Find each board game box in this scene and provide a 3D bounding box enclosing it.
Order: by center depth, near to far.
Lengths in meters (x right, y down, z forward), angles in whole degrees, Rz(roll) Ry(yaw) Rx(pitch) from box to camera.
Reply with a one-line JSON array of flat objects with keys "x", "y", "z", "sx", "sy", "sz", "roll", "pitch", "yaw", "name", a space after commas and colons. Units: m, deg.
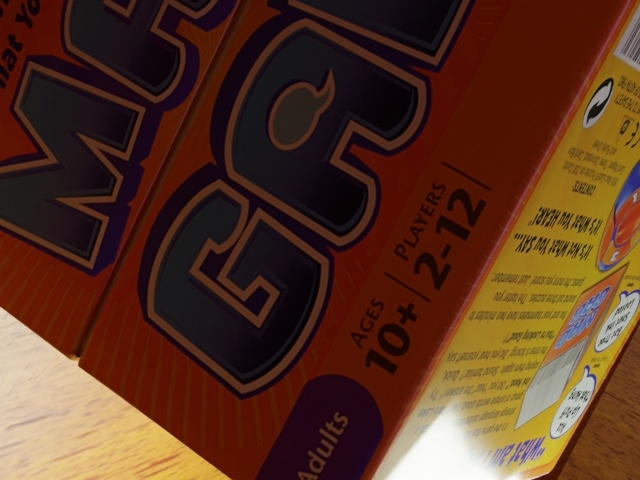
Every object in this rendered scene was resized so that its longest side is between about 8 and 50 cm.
[{"x": 0.027, "y": -0.079, "z": 0.858, "sx": 0.356, "sy": 0.356, "sz": 0.356, "roll": 6, "pitch": 114, "yaw": -63, "name": "board game box"}]
